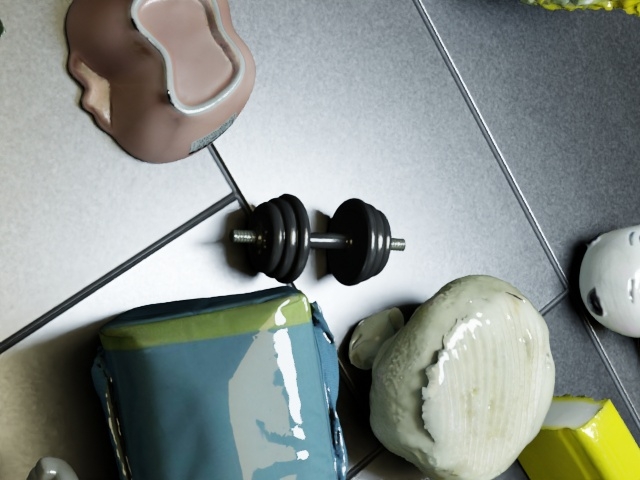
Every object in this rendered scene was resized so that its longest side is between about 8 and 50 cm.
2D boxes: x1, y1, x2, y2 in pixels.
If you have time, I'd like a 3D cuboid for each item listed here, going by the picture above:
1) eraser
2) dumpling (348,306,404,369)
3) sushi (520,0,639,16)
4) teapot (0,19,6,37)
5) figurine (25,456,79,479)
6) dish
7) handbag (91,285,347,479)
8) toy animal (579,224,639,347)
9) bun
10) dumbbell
[{"bbox_3d":[0.324,0.285,1.392,0.069,0.158,0.226,-40,105,-29],"label":"eraser"},{"bbox_3d":[0.064,0.115,1.330,0.059,0.043,0.077,57,46,-31],"label":"dumpling"},{"bbox_3d":[0.323,-0.457,1.350,0.240,0.351,0.396,-3,85,-29],"label":"sushi"},{"bbox_3d":[-0.324,-0.187,1.099,0.043,0.111,0.042,3,83,-29],"label":"teapot"},{"bbox_3d":[-0.244,0.346,1.006,0.143,0.308,0.308,49,63,-39],"label":"figurine"},{"bbox_3d":[-0.150,-0.190,1.209,0.213,0.090,0.213,3,84,-30],"label":"dish"},{"bbox_3d":[-0.090,0.172,1.114,0.222,0.263,0.241,-9,89,-7],"label":"handbag"},{"bbox_3d":[0.411,0.066,1.472,0.179,0.138,0.166,26,57,-30],"label":"toy animal"},{"bbox_3d":[0.154,0.151,1.311,0.239,0.141,0.239,-14,111,-40],"label":"bun"},{"bbox_3d":[0.000,0.000,1.270,0.209,0.099,0.099,3,84,-28],"label":"dumbbell"}]
